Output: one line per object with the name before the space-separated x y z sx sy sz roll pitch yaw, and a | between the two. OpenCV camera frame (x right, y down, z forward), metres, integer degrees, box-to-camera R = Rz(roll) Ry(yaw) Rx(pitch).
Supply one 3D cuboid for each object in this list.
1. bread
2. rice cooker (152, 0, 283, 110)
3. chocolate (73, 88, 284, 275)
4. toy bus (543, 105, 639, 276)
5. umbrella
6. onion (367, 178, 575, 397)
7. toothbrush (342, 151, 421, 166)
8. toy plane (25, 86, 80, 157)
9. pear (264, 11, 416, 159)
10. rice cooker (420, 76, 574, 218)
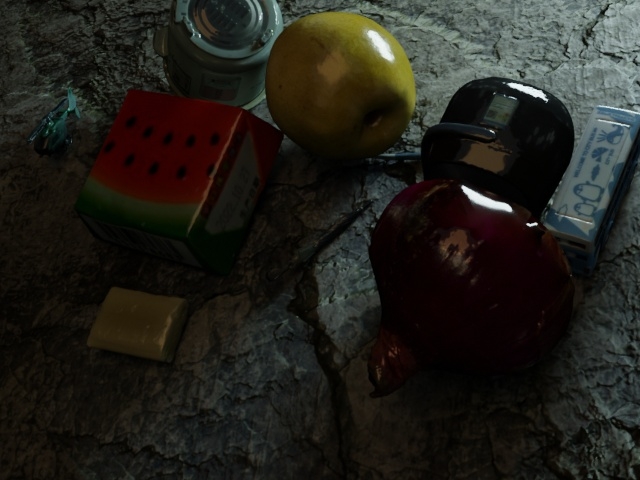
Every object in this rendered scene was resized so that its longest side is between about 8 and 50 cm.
bread | -0.358 0.168 1.544 0.178 0.060 0.139 9 64 23
rice cooker | -0.220 -0.434 1.740 0.317 0.316 0.264 -6 74 15
chocolate | -0.309 -0.137 1.638 0.360 0.161 0.341 14 74 25
toy bus | 0.484 -0.092 1.378 0.106 0.131 0.297 18 67 27
umbrella | 0.002 0.005 1.547 0.269 0.044 0.044 -35 29 -15
onion | 0.199 0.096 1.234 0.348 0.347 0.385 35 73 33
toothbrush | 0.175 -0.171 1.600 0.276 0.019 0.025 -1 64 18
toy plane | -0.650 -0.278 1.904 0.060 0.096 0.235 0 42 16
pear | 0.039 -0.306 1.562 0.314 0.314 0.314 -9 57 14
rice cooker | 0.318 -0.159 1.406 0.267 0.267 0.224 18 68 27
